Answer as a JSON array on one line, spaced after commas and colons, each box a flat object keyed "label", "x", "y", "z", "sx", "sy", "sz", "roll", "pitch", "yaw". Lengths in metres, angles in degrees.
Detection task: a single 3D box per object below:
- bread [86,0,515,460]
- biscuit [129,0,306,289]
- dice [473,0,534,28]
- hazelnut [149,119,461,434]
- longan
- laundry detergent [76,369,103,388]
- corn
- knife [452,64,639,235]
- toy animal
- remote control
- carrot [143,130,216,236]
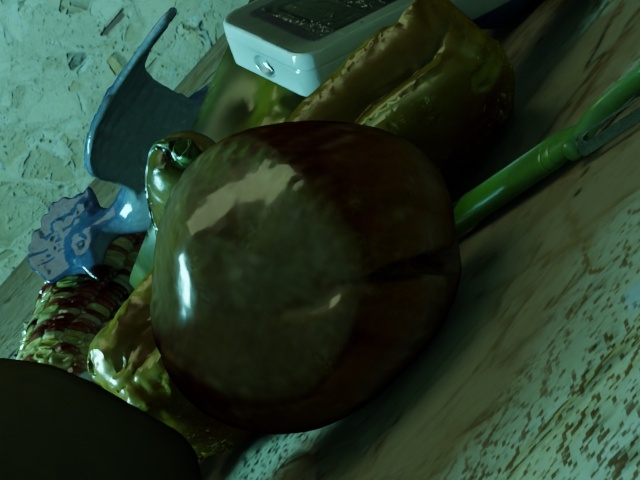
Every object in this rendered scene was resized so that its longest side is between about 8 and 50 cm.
[{"label": "bread", "x": -0.002, "y": -0.001, "z": 1.025, "sx": 0.271, "sy": 0.077, "sz": 0.139, "roll": -47, "pitch": -19, "yaw": -4}, {"label": "biscuit", "x": -0.058, "y": -0.039, "z": 1.255, "sx": 0.329, "sy": 0.078, "sz": 0.335, "roll": -77, "pitch": 11, "yaw": -55}, {"label": "dice", "x": 0.104, "y": -0.231, "z": 1.263, "sx": 0.146, "sy": 0.143, "sz": 0.146, "roll": -45, "pitch": 12, "yaw": 20}, {"label": "hazelnut", "x": -0.006, "y": 0.017, "z": 0.898, "sx": 0.143, "sy": 0.143, "sz": 0.154, "roll": -95, "pitch": 30, "yaw": -76}, {"label": "longan", "x": -0.151, "y": 0.145, "z": 0.884, "sx": 0.212, "sy": 0.198, "sz": 0.198, "roll": -42, "pitch": 12, "yaw": 26}, {"label": "laundry detergent", "x": -0.179, "y": 0.195, "z": 1.133, "sx": 0.171, "sy": 0.076, "sz": 0.237, "roll": -40, "pitch": 17, "yaw": 56}, {"label": "corn", "x": -0.178, "y": 0.072, "z": 1.507, "sx": 0.098, "sy": 0.098, "sz": 0.290, "roll": -45, "pitch": 14, "yaw": 24}, {"label": "knife", "x": 0.106, "y": -0.042, "z": 0.934, "sx": 0.212, "sy": 0.015, "sz": 0.054, "roll": -37, "pitch": 16, "yaw": 51}, {"label": "toy animal", "x": -0.111, "y": -0.069, "z": 1.477, "sx": 0.255, "sy": 0.176, "sz": 0.239, "roll": -65, "pitch": -22, "yaw": -14}, {"label": "remote control", "x": 0.070, "y": -0.154, "z": 1.103, "sx": 0.250, "sy": 0.034, "sz": 0.103, "roll": -29, "pitch": 31, "yaw": -20}, {"label": "carrot", "x": -0.069, "y": 0.023, "z": 1.095, "sx": 0.049, "sy": 0.049, "sz": 0.254, "roll": -56, "pitch": -19, "yaw": -32}]
